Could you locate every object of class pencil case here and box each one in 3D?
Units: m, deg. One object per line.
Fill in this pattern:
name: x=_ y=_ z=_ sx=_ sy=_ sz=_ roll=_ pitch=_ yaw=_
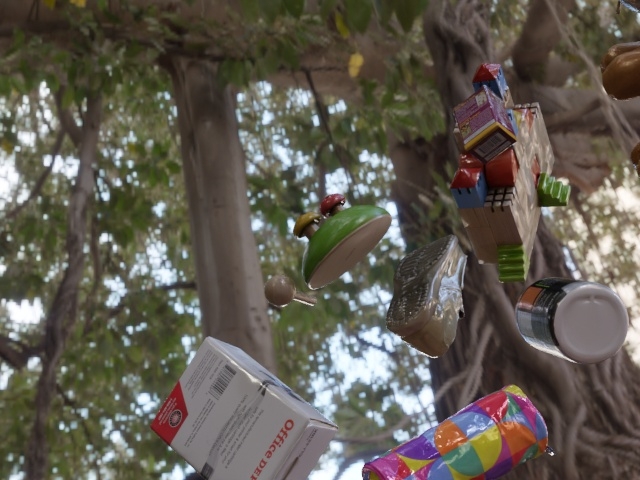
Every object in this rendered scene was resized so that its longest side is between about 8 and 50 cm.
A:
pencil case: x=0.167 y=0.265 z=1.122 sx=0.236 sy=0.104 sz=0.104 roll=-21 pitch=-36 yaw=-20

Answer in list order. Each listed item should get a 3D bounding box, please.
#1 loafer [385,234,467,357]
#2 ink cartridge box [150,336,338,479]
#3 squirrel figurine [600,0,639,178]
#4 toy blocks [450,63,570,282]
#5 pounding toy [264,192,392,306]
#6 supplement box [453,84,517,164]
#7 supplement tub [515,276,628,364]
loafer: x=0.161 y=0.082 z=1.355 sx=0.102 sy=0.268 sz=0.092 roll=-24 pitch=-72 yaw=29
ink cartridge box: x=-0.134 y=0.327 z=1.614 sx=0.197 sy=0.273 sz=0.114 roll=-58 pitch=-35 yaw=1
squirrel figurine: x=0.596 y=-0.296 z=1.317 sx=0.396 sy=0.371 sz=0.281 roll=-8 pitch=5 yaw=25
toy blocks: x=0.331 y=-0.150 z=1.704 sx=0.190 sy=0.381 sz=0.261 roll=-3 pitch=-46 yaw=30
pounding toy: x=0.000 y=0.000 z=1.562 sx=0.237 sy=0.110 sz=0.183 roll=-45 pitch=-16 yaw=15
supplement box: x=0.208 y=-0.147 z=1.177 sx=0.043 sy=0.083 sz=0.055 roll=31 pitch=-54 yaw=-33
supplement tub: x=0.360 y=0.113 z=1.359 sx=0.117 sy=0.117 sz=0.190 roll=-7 pitch=2 yaw=-6
